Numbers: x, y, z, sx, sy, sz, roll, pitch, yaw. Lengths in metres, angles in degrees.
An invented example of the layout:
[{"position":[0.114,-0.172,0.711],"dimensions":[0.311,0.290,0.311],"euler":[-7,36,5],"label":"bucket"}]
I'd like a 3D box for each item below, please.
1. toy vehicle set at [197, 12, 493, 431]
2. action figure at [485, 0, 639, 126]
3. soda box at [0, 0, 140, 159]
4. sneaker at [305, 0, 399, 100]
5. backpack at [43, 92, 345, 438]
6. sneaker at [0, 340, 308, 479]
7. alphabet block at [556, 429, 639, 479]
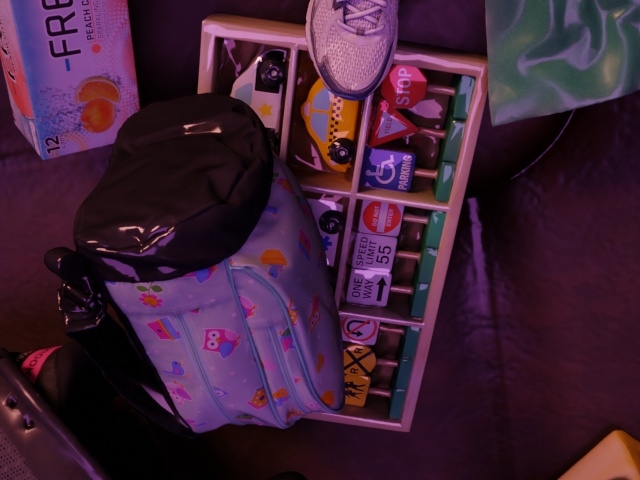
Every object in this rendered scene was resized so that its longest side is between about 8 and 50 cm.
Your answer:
[{"position":[0.000,0.000,0.494],"dimensions":[0.166,0.035,0.266],"euler":[8,116,-1],"label":"toy vehicle set"},{"position":[0.130,-0.188,0.383],"dimensions":[0.137,0.063,0.232],"euler":[-14,108,11],"label":"action figure"},{"position":[-0.141,-0.139,0.398],"dimensions":[0.063,0.058,0.183],"euler":[-19,127,-28],"label":"soda box"},{"position":[0.021,-0.142,0.390],"dimensions":[0.052,0.058,0.135],"euler":[7,94,-1],"label":"sneaker"},{"position":[-0.051,0.028,0.413],"dimensions":[0.115,0.152,0.182],"euler":[-4,128,15],"label":"backpack"},{"position":[-0.224,0.147,0.513],"dimensions":[0.483,0.185,0.202],"euler":[20,86,3],"label":"sneaker"},{"position":[0.236,0.295,0.541],"dimensions":[0.193,0.192,0.197],"euler":[32,114,-14],"label":"alphabet block"}]
